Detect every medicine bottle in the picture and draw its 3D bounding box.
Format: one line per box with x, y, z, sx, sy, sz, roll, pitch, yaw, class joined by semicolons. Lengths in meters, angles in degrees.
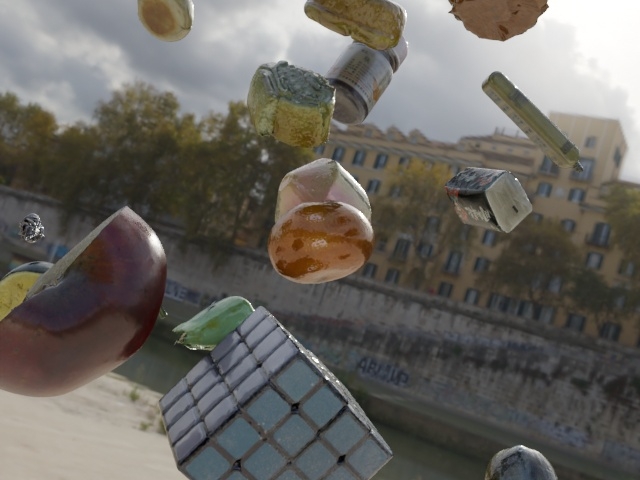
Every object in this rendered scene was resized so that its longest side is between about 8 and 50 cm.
0.117;-0.468;2.159;0.165;0.273;0.165;29;-21;13;medicine bottle

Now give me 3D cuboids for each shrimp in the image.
-0.708;-0.025;1.890;0.056;0.065;0.165;-9;12;-15;shrimp

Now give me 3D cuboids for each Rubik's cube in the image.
-0.109;0.406;1.688;0.337;0.344;0.344;48;-5;-21;Rubik's cube

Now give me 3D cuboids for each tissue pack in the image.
0.325;-0.082;1.514;0.103;0.090;0.170;58;-13;-15;tissue pack

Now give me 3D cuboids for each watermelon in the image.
-0.653;0.132;1.829;0.204;0.232;0.127;36;22;-17;watermelon

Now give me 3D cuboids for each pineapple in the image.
0.362;-0.608;1.599;0.223;0.357;0.223;2;-27;1;pineapple

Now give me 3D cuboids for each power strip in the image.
0.615;-0.332;2.231;0.387;0.066;0.092;44;-6;-1;power strip

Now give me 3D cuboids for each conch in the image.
-0.258;0.219;1.870;0.250;0.137;0.143;-18;33;-36;conch

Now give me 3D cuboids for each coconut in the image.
-0.003;-0.090;2.016;0.245;0.233;0.233;42;-18;-26;coconut

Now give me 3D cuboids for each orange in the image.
0.000;0.000;1.735;0.240;0.171;0.240;-10;-19;-3;orange

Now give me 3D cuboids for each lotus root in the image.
0.426;0.584;1.598;0.158;0.322;0.140;3;-38;0;lotus root

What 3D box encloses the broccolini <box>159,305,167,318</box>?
-0.366;0.108;1.662;0.030;0.140;0.035;-13;14;30;broccolini

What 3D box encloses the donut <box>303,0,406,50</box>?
0.091;-0.580;1.976;0.261;0.128;0.208;25;18;3;donut

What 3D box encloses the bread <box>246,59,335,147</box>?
-0.073;-0.323;1.759;0.186;0.124;0.257;-2;38;-26;bread

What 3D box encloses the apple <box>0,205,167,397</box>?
-0.430;0.108;1.291;0.328;0.295;0.365;-4;-12;-35;apple

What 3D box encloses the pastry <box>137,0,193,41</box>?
-0.387;-0.581;1.950;0.156;0.092;0.156;21;-43;21;pastry
